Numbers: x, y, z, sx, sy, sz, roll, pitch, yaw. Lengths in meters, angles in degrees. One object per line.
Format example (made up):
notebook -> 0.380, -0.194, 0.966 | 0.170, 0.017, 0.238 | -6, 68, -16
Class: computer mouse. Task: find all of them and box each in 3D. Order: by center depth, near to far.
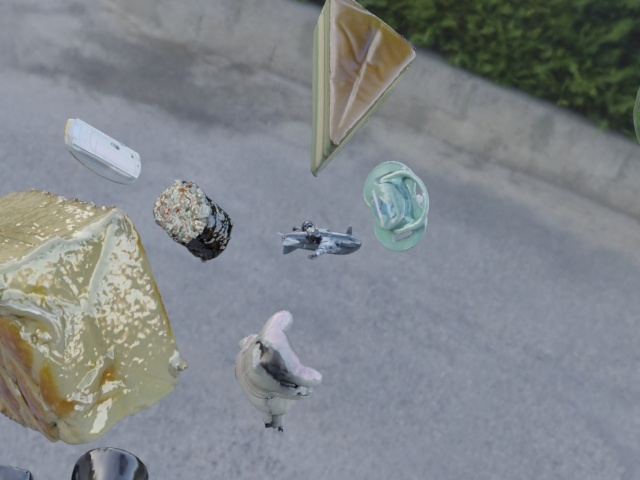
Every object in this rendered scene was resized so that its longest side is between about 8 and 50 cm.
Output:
computer mouse -> -0.477, -0.191, 1.899 | 0.199, 0.045, 0.102 | 30, 42, -40

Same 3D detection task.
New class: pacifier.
pacifier -> 0.141, -0.060, 1.444 | 0.116, 0.126, 0.150 | -4, 69, -49

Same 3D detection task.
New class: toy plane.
toy plane -> 0.000, 0.000, 0.828 | 0.083, 0.031, 0.078 | -1, 22, -15

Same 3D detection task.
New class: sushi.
sushi -> -0.198, -0.034, 1.340 | 0.078, 0.090, 0.150 | 40, 0, -41

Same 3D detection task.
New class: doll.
doll -> -0.068, 0.187, 1.241 | 0.095, 0.192, 0.149 | -22, 73, -21

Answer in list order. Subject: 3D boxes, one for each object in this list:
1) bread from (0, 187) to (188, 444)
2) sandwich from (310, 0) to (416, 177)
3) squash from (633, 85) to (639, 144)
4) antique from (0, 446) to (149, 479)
bread -> -0.470, 0.131, 1.516 | 0.371, 0.390, 0.279 | 14, 40, 42
sandwich -> 0.006, -0.163, 0.898 | 0.113, 0.079, 0.163 | 38, 62, 1
squash -> 0.317, -0.038, 0.694 | 0.219, 0.068, 0.077 | 54, 36, -9
antique -> -0.288, 0.360, 0.778 | 0.185, 0.322, 0.255 | 23, 34, -22
